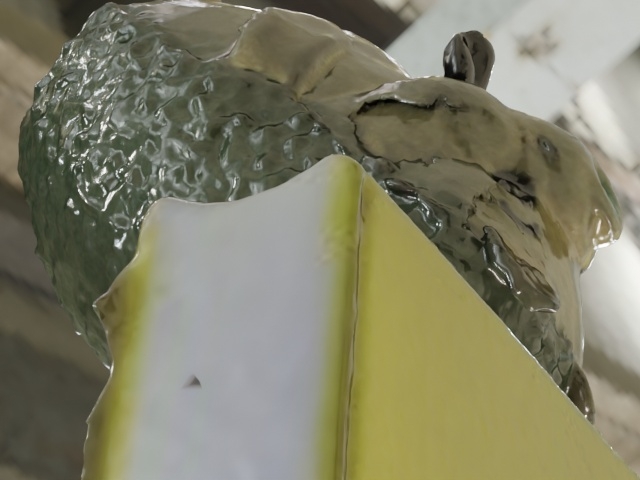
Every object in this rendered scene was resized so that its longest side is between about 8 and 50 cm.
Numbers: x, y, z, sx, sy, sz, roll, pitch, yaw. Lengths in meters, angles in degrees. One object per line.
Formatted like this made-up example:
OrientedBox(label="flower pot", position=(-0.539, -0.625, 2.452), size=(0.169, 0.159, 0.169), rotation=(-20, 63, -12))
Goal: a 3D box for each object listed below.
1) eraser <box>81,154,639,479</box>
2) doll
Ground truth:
OrientedBox(label="eraser", position=(0.026, 0.100, 0.497), size=(0.226, 0.069, 0.158), rotation=(46, -139, -46))
OrientedBox(label="doll", position=(0.000, 0.000, 0.919), size=(0.247, 0.247, 0.349), rotation=(31, -171, -32))
